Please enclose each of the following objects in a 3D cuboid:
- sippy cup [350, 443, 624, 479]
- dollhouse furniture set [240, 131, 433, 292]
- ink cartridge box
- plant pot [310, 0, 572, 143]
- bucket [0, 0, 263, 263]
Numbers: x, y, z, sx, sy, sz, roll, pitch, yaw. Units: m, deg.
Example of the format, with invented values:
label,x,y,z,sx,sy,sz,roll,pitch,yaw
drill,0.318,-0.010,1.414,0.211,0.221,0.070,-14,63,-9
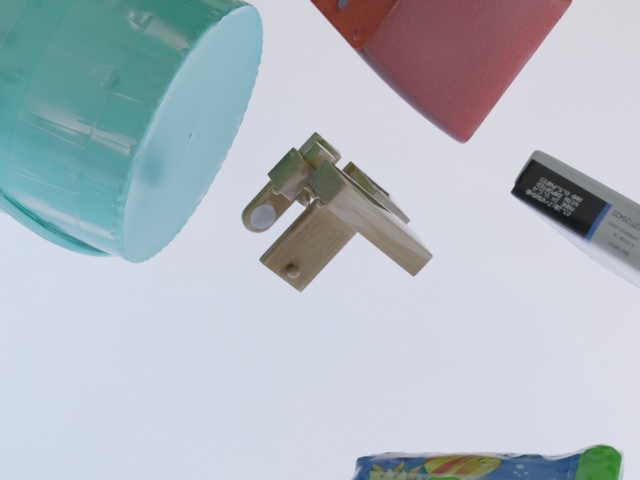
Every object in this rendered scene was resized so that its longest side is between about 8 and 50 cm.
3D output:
label,x,y,z,sx,sy,sz,roll,pitch,yaw
sippy cup,0.128,0.273,1.342,0.224,0.305,0.240,7,-149,12
dollhouse furniture set,0.000,0.000,1.379,0.123,0.144,0.151,-47,-146,8
ink cartridge box,0.379,0.044,1.648,0.303,0.307,0.072,33,-91,40
plant pot,0.143,-0.343,2.284,0.267,0.235,0.267,-53,-136,17
bucket,-0.183,-0.124,1.358,0.183,0.281,0.281,26,-132,12
